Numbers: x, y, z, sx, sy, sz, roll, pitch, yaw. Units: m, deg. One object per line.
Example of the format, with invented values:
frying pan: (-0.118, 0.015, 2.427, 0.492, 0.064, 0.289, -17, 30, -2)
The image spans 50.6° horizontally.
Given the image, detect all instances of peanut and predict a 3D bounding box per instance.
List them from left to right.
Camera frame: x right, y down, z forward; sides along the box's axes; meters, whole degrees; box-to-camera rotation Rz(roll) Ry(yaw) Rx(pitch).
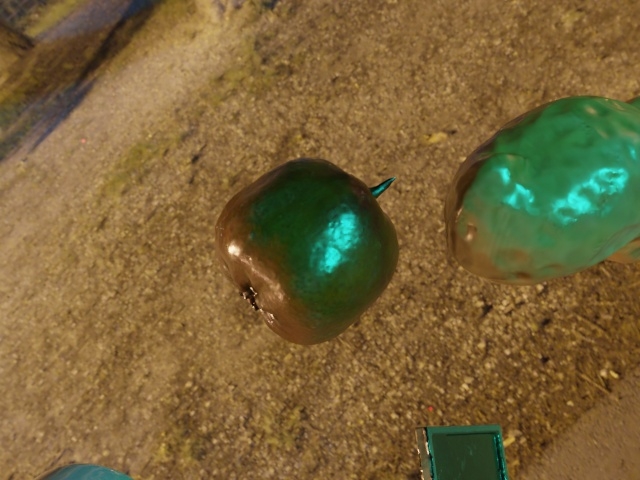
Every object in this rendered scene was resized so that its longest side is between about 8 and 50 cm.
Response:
peanut: (0.177, -0.035, 0.416, 0.263, 0.117, 0.101, -10, 27, -39)

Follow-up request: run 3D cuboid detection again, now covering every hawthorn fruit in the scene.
hawthorn fruit: (0.000, 0.000, 1.046, 0.300, 0.268, 0.268, -36, 32, -8)

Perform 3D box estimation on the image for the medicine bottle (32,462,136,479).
medicine bottle: (-0.289, 0.387, 0.606, 0.219, 0.219, 0.388, -33, 4, 12)

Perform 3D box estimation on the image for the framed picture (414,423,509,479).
framed picture: (0.231, 0.443, 0.988, 0.022, 0.247, 0.335, -19, 67, 35)
